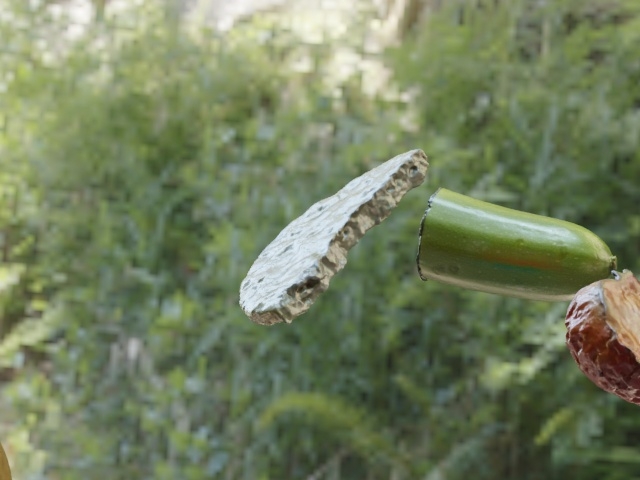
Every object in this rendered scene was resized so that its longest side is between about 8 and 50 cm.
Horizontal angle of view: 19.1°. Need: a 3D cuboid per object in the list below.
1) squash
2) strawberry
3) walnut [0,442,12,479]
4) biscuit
[{"bbox_3d":[0.194,0.015,1.856,0.188,0.095,0.095,13,-6,19],"label":"squash"},{"bbox_3d":[0.272,0.100,1.521,0.188,0.121,0.082,23,-56,-27],"label":"strawberry"},{"bbox_3d":[-0.327,0.230,1.211,0.209,0.336,0.209,36,0,0],"label":"walnut"},{"bbox_3d":[-0.004,0.003,1.782,0.133,0.250,0.032,-15,-63,49],"label":"biscuit"}]
